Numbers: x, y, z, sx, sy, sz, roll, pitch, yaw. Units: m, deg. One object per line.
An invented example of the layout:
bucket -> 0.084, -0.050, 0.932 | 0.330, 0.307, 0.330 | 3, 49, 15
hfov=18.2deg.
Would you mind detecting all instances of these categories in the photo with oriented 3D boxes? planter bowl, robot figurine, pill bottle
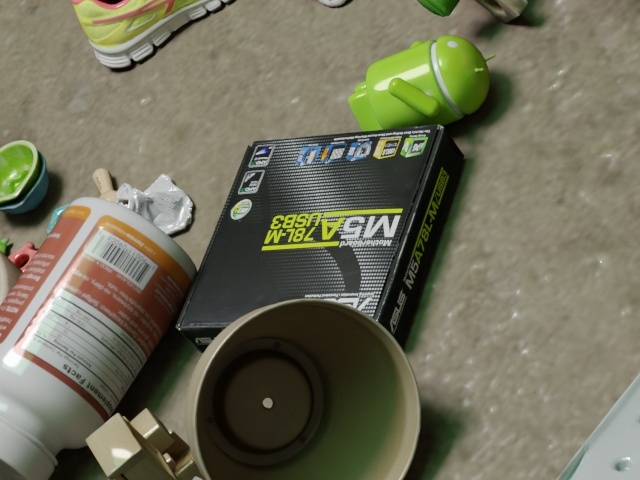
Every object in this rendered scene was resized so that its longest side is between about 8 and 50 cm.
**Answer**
planter bowl -> -0.024, 0.118, 1.387 | 0.162, 0.162, 0.109 | -49, 15, -11
robot figurine -> 0.081, -0.120, 1.565 | 0.115, 0.067, 0.101 | -20, 15, 22
pill bottle -> -0.199, 0.083, 1.552 | 0.121, 0.121, 0.216 | 14, 64, 43

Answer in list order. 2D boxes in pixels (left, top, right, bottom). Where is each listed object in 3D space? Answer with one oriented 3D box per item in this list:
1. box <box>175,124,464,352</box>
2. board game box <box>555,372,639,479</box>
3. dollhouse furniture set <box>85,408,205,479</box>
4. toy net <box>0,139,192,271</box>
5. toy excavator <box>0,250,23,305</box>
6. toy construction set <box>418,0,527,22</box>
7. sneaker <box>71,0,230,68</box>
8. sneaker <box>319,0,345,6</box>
box -> 0.000, 0.000, 1.538 | 0.190, 0.045, 0.184 | -2, 51, 35
board game box -> 0.349, 0.114, 1.084 | 0.390, 0.050, 0.390 | 6, 37, 39
dollhouse furniture set -> -0.144, 0.176, 1.384 | 0.101, 0.182, 0.161 | -41, 42, -1
toy net -> -0.214, -0.022, 1.711 | 0.232, 0.045, 0.122 | 5, 57, 38
toy excavator -> -0.494, 0.076, 1.744 | 0.433, 0.222, 0.445 | -40, 55, -2
toy construction set -> 0.140, -0.301, 1.526 | 0.237, 0.309, 0.257 | -50, 34, -4
sneaker -> -0.137, -0.249, 1.816 | 0.208, 0.094, 0.081 | -39, 40, -2
sneaker -> -0.016, -0.238, 1.758 | 0.109, 0.044, 0.040 | 18, 68, 46
